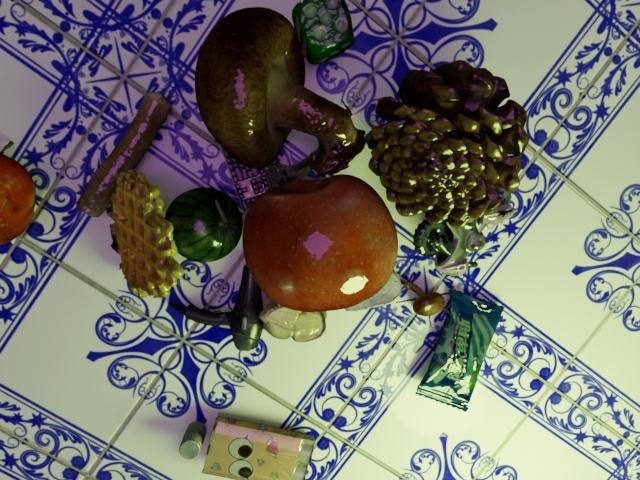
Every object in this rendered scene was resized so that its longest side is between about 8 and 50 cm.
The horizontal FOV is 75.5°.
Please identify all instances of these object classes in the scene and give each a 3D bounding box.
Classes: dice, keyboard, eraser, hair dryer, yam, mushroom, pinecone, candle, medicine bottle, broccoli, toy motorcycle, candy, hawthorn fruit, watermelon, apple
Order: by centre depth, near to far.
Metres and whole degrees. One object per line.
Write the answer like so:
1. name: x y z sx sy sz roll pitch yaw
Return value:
1. mushroom: -0.096 -0.304 0.905 0.356 0.334 0.331 31 61 23
2. apple: 0.000 0.000 0.938 0.348 0.348 0.277 -14 110 -2
3. pinecone: 0.307 -0.245 0.954 0.383 0.384 0.385 -1 99 -5
4. hawthorn fruit: -0.790 -0.129 0.967 0.241 0.242 0.272 15 67 -7
5. dice: 0.005 -0.511 0.995 0.120 0.128 0.131 -24 101 1
6. watermelon: -0.276 -0.038 1.009 0.188 0.214 0.188 -1 91 -49
7. yam: -0.489 -0.213 1.030 0.081 0.081 0.357 34 96 -9
8. broccoli: -0.048 -0.192 1.069 0.204 0.118 0.122 -36 70 -14
9. keyboard: -0.198 -0.213 1.080 0.106 0.027 0.317 -19 100 -1
10. toy motorcycle: 0.396 -0.029 1.111 0.326 0.143 0.188 -32 110 -14
11. hair dryer: -0.284 0.170 1.114 0.271 0.091 0.236 4 90 -1
12. candle: 0.118 0.119 1.140 0.192 0.068 0.169 36 95 -5
13. mushroom: 0.284 0.168 1.162 0.129 0.073 0.088 32 138 -3
14. medicine bottle: -0.357 0.559 1.162 0.058 0.091 0.058 -1 100 -4
15. eraser: -0.175 0.605 1.187 0.290 0.087 0.171 15 99 -6
16. candy: 0.399 0.319 1.193 0.186 0.077 0.332 19 95 -10

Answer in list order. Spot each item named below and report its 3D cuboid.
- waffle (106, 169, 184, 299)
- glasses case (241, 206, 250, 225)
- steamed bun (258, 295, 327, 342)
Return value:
1. waffle: -0.433 -0.007 0.995 0.060 0.307 0.312 -17 91 -46
2. glasses case: -0.131 -0.008 1.097 0.076 0.049 0.197 -32 112 7
3. steamed bun: -0.074 0.177 1.118 0.192 0.106 0.178 -6 96 -12
